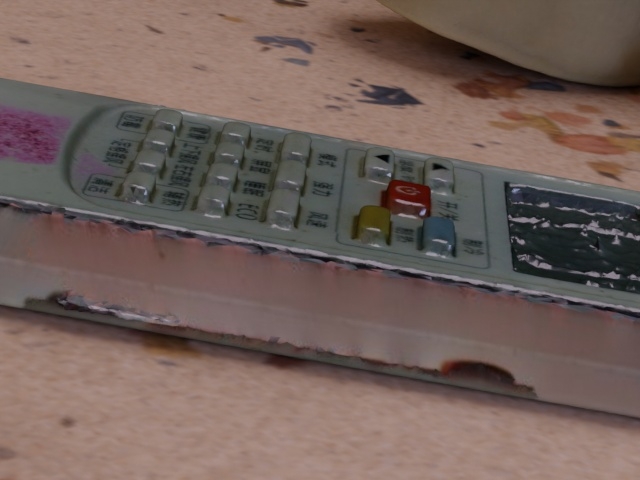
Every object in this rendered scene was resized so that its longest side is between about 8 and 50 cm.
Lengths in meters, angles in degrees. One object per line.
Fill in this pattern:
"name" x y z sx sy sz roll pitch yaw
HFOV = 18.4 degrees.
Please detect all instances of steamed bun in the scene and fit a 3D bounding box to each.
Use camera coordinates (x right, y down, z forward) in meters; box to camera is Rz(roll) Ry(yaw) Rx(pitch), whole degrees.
"steamed bun" 0.146 -0.193 1.104 0.250 0.200 0.155 4 34 -32

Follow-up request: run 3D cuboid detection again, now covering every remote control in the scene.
"remote control" 0.000 -0.001 0.735 0.344 0.050 0.145 10 20 -1
